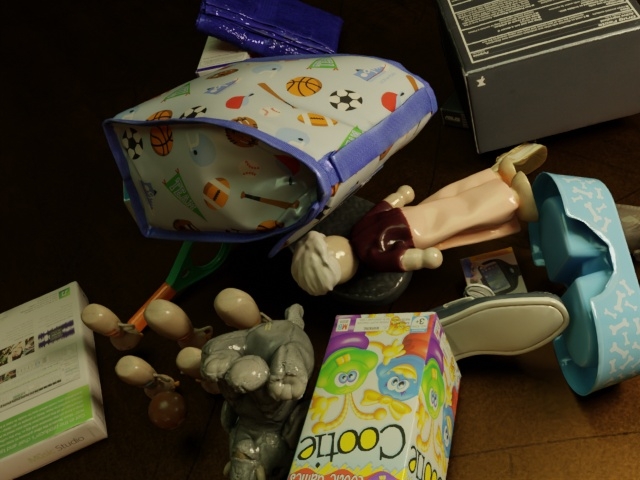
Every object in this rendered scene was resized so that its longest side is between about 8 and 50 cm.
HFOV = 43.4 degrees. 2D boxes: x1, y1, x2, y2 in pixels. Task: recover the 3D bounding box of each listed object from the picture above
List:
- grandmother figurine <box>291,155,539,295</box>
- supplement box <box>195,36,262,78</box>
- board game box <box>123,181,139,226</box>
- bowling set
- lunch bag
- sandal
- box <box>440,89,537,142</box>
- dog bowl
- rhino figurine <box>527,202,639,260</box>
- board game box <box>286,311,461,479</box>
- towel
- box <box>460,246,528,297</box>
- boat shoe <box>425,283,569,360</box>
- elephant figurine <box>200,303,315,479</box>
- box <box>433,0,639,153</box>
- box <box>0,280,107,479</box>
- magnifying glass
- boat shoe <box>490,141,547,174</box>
[{"bbox_3d":[0.121,-0.009,1.118,0.343,0.104,0.208,-20,18,3],"label":"grandmother figurine"},{"bbox_3d":[-0.187,-0.397,1.776,0.114,0.111,0.220,-8,44,13],"label":"supplement box"},{"bbox_3d":[-0.224,-0.156,1.555,0.304,0.097,0.224,-20,41,1],"label":"board game box"},{"bbox_3d":[-0.216,0.191,1.187,0.287,0.154,0.199,-4,63,16],"label":"bowling set"},{"bbox_3d":[-0.059,-0.139,1.198,0.386,0.238,0.328,1,29,37],"label":"lunch bag"},{"bbox_3d":[0.001,-0.002,1.308,0.168,0.107,0.446,-39,40,-16],"label":"sandal"},{"bbox_3d":[0.348,-0.267,1.481,0.191,0.045,0.184,19,54,35],"label":"box"},{"bbox_3d":[0.344,0.048,1.042,0.074,0.166,0.297,-7,66,-3],"label":"dog bowl"},{"bbox_3d":[0.410,-0.017,1.179,0.243,0.073,0.106,15,57,35],"label":"rhino figurine"},{"bbox_3d":[0.073,0.239,0.983,0.142,0.144,0.275,-5,44,25],"label":"board game box"},{"bbox_3d":[-0.100,-0.475,1.729,0.308,0.076,0.227,19,45,-11],"label":"towel"},{"bbox_3d":[0.258,0.072,1.180,0.081,0.028,0.136,-14,41,7],"label":"box"},{"bbox_3d":[0.211,0.114,1.083,0.255,0.095,0.079,-26,19,33],"label":"boat shoe"},{"bbox_3d":[-0.071,0.239,1.057,0.186,0.239,0.169,-14,21,-15],"label":"elephant figurine"},{"bbox_3d":[0.368,-0.331,1.371,0.296,0.182,0.294,-14,43,8],"label":"box"},{"bbox_3d":[-0.474,0.227,1.290,0.232,0.058,0.322,-23,41,-3],"label":"box"},{"bbox_3d":[-0.236,0.060,1.355,0.026,0.092,0.231,29,72,37],"label":"magnifying glass"},{"bbox_3d":[0.317,-0.124,1.346,0.135,0.050,0.045,-27,38,-22],"label":"boat shoe"}]
